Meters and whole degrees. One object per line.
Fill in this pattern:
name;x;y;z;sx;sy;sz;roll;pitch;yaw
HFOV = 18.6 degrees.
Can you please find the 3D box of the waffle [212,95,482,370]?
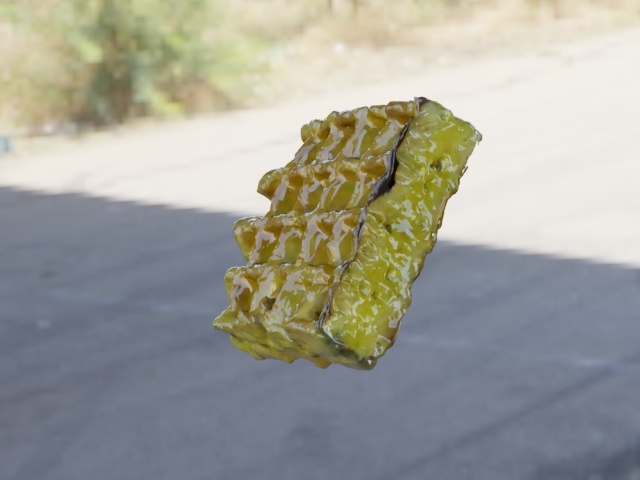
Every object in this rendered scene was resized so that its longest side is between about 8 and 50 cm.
waffle;0.000;0.000;1.202;0.055;0.160;0.211;29;-15;-23
